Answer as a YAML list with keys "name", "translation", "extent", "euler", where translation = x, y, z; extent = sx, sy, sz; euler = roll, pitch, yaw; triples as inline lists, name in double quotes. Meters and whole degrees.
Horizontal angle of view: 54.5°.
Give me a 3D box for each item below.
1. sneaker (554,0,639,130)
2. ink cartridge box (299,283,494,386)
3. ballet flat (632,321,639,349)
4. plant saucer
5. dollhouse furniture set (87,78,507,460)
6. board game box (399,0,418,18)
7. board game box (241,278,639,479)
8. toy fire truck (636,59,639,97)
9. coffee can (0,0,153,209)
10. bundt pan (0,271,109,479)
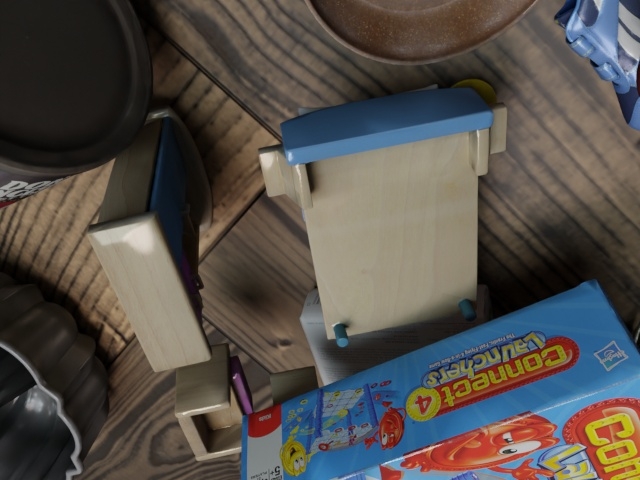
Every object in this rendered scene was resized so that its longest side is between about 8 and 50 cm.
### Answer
- name: "sneaker"
  translation: [0.188, -0.136, 0.407]
  extent: [0.059, 0.053, 0.144]
  euler: [-18, 110, 15]
- name: "ink cartridge box"
  translation: [0.094, 0.147, 0.639]
  extent: [0.181, 0.056, 0.224]
  euler: [-3, 124, 24]
- name: "ballet flat"
  translation: [0.294, 0.070, 0.503]
  extent: [0.052, 0.057, 0.168]
  euler: [29, 127, 15]
- name: "plant saucer"
  translation: [0.073, -0.203, 0.378]
  extent: [0.199, 0.036, 0.198]
  euler: [-11, 138, -10]
- name: "dollhouse furniture set"
  translation: [0.000, 0.000, 0.552]
  extent: [0.303, 0.198, 0.286]
  euler: [-12, 126, 0]
- name: "board game box"
  translation: [-0.008, -0.242, 0.440]
  extent: [0.186, 0.026, 0.126]
  euler: [17, 125, 11]
- name: "board game box"
  translation: [0.141, 0.211, 0.536]
  extent: [0.302, 0.086, 0.308]
  euler: [-25, 127, 16]
- name: "toy fire truck"
  translation: [0.298, -0.079, 0.292]
  extent: [0.254, 0.169, 0.302]
  euler: [26, 132, -14]
- name: "coffee can"
  translation: [-0.303, -0.118, 0.509]
  extent: [0.275, 0.201, 0.201]
  euler: [-14, 115, 38]
- name: "bundt pan"
  translation: [-0.416, 0.172, 0.810]
  extent: [0.331, 0.124, 0.330]
  euler: [10, 123, 16]
